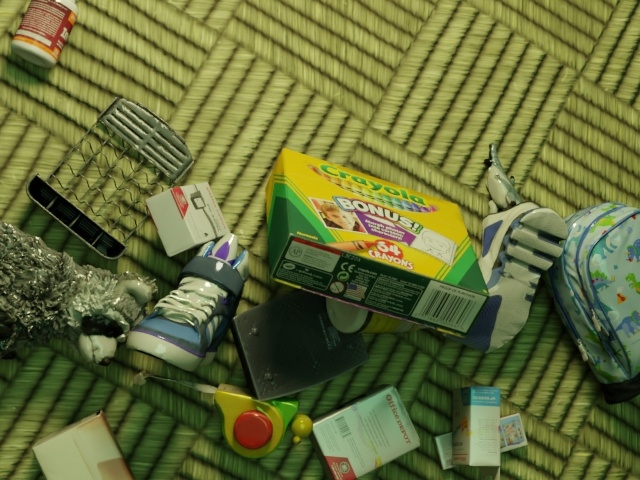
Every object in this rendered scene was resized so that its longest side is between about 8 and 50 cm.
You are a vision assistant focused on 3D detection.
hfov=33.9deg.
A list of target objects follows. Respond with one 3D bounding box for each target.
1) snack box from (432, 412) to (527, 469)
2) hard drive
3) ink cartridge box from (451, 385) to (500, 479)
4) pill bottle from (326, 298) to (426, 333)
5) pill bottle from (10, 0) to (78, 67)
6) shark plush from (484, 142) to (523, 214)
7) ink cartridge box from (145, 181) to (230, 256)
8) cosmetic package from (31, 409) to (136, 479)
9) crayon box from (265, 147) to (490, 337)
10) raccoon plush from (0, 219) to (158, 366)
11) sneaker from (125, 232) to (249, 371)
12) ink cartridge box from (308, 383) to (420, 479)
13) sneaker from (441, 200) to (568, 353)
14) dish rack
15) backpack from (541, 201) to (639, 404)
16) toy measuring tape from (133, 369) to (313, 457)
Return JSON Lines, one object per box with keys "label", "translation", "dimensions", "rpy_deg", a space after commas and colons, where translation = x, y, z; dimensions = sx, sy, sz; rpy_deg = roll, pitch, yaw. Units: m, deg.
{"label": "snack box", "translation": [0.306, 0.384, 2.009], "dimensions": [0.178, 0.022, 0.064], "rpy_deg": [-13, 84, -14]}
{"label": "hard drive", "translation": [-0.040, 0.182, 1.901], "dimensions": [0.255, 0.054, 0.172], "rpy_deg": [-16, 87, -36]}
{"label": "ink cartridge box", "translation": [0.287, 0.365, 1.941], "dimensions": [0.062, 0.104, 0.181], "rpy_deg": [4, 77, -10]}
{"label": "pill bottle", "translation": [0.125, 0.112, 1.925], "dimensions": [0.209, 0.119, 0.119], "rpy_deg": [3, 82, -35]}
{"label": "pill bottle", "translation": [-0.489, -0.395, 1.888], "dimensions": [0.086, 0.086, 0.152], "rpy_deg": [23, 80, -9]}
{"label": "shark plush", "translation": [0.359, -0.112, 2.079], "dimensions": [0.067, 0.073, 0.161], "rpy_deg": [-9, 64, -33]}
{"label": "ink cartridge box", "translation": [-0.234, -0.041, 1.867], "dimensions": [0.063, 0.150, 0.109], "rpy_deg": [-24, 90, 21]}
{"label": "cosmetic package", "translation": [-0.367, 0.450, 1.786], "dimensions": [0.129, 0.153, 0.296], "rpy_deg": [-25, 91, -13]}
{"label": "crayon box", "translation": [0.090, -0.003, 1.852], "dimensions": [0.363, 0.313, 0.106], "rpy_deg": [17, 119, -15]}
{"label": "raccoon plush", "translation": [-0.467, 0.013, 1.797], "dimensions": [0.299, 0.216, 0.446], "rpy_deg": [-16, 87, -22]}
{"label": "sneaker", "translation": [-0.213, 0.090, 1.777], "dimensions": [0.130, 0.323, 0.236], "rpy_deg": [19, 87, 9]}
{"label": "ink cartridge box", "translation": [0.077, 0.358, 1.935], "dimensions": [0.175, 0.072, 0.127], "rpy_deg": [-24, 89, -14]}
{"label": "sneaker", "translation": [0.351, 0.052, 2.009], "dimensions": [0.127, 0.182, 0.315], "rpy_deg": [27, 108, -10]}
{"label": "dish rack", "translation": [-0.368, -0.120, 1.891], "dimensions": [0.208, 0.074, 0.271], "rpy_deg": [40, 77, -6]}
{"label": "backpack", "translation": [0.585, 0.094, 2.009], "dimensions": [0.290, 0.273, 0.355], "rpy_deg": [-31, 79, -8]}
{"label": "toy measuring tape", "translation": [-0.178, 0.317, 1.873], "dimensions": [0.330, 0.121, 0.121], "rpy_deg": [11, 81, 2]}
